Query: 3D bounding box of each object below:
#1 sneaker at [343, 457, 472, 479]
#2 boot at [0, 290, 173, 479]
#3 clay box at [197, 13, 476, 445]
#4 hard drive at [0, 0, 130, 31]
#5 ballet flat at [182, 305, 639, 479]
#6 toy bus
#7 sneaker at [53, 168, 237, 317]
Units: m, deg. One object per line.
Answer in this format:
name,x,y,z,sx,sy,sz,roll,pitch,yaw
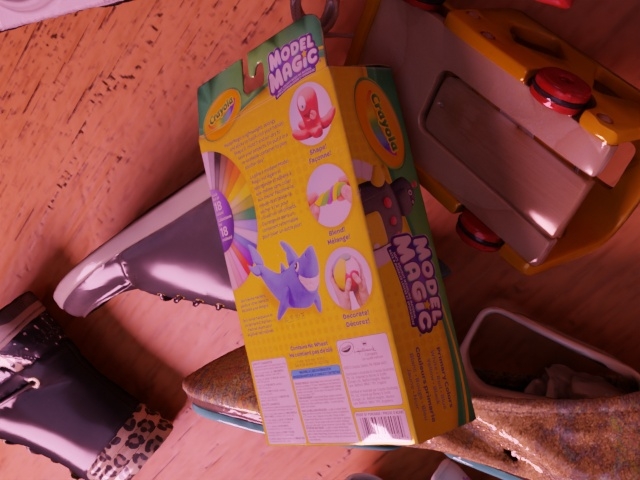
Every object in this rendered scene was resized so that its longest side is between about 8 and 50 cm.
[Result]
sneaker,0.025,0.273,0.658,0.305,0.114,0.152,-33,86,25
boot,-0.252,0.173,0.711,0.179,0.085,0.236,40,121,-4
clay box,0.000,0.000,0.452,0.127,0.053,0.222,-17,84,48
hard drive,-0.186,-0.230,0.420,0.339,0.064,0.236,10,122,48
ballet flat,0.077,0.094,0.545,0.349,0.123,0.123,10,117,16
toy bus,0.094,-0.077,0.449,0.191,0.104,0.202,-6,96,49
sneaker,-0.092,0.028,0.582,0.222,0.083,0.118,-31,101,28
